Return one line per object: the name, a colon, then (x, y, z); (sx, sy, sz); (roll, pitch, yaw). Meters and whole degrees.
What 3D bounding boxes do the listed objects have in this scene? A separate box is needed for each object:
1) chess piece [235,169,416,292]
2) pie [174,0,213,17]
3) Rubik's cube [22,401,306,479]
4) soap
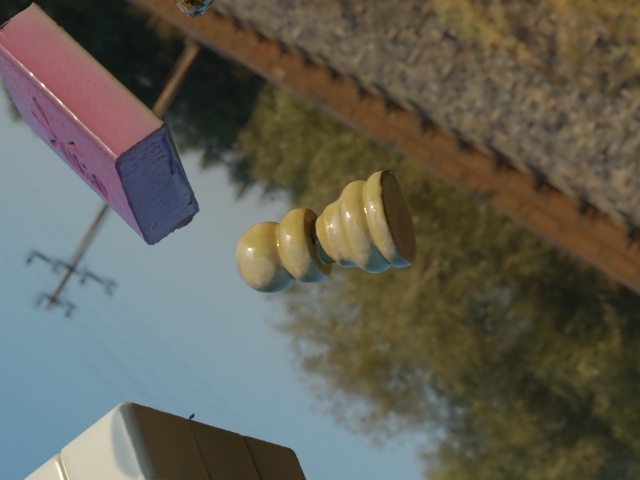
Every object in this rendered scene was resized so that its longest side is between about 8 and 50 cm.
chess piece: (0.000, 0.000, 1.570); (0.094, 0.170, 0.094); (-17, -90, -70)
pie: (-0.116, -0.363, 1.681); (0.069, 0.273, 0.273); (3, -167, -19)
Rubik's cube: (-0.162, 0.378, 1.662); (0.292, 0.290, 0.291); (23, -145, -51)
soap: (-0.259, -0.130, 1.871); (0.259, 0.081, 0.181); (43, 163, 28)
